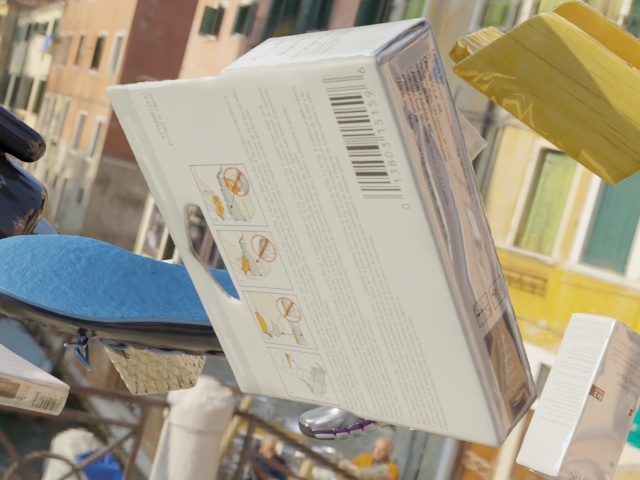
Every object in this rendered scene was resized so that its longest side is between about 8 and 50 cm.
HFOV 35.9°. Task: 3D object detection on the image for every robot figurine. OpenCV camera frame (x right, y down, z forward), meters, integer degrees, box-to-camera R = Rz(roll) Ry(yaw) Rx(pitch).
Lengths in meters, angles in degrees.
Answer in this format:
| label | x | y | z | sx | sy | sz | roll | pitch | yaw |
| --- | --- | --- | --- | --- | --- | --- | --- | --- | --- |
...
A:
| label | x | y | z | sx | sy | sz | roll | pitch | yaw |
| --- | --- | --- | --- | --- | --- | --- | --- | --- | --- |
| robot figurine | -0.412 | -0.040 | 1.070 | 0.278 | 0.209 | 0.173 | 41 | -33 | -23 |

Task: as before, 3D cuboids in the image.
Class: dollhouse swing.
| label | x | y | z | sx | sy | sz | roll | pitch | yaw |
| --- | --- | --- | --- | --- | --- | --- | --- | --- | --- |
| dollhouse swing | 0.385 | -0.266 | 1.179 | 0.315 | 0.305 | 0.347 | 37 | 25 | 7 |

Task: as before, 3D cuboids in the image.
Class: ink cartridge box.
| label | x | y | z | sx | sy | sz | roll | pitch | yaw |
| --- | --- | --- | --- | --- | --- | --- | --- | --- | --- |
| ink cartridge box | 0.000 | 0.000 | 0.665 | 0.238 | 0.275 | 0.060 | 4 | 34 | 42 |
| ink cartridge box | -0.531 | 0.191 | 1.532 | 0.232 | 0.066 | 0.189 | 18 | -7 | 29 |

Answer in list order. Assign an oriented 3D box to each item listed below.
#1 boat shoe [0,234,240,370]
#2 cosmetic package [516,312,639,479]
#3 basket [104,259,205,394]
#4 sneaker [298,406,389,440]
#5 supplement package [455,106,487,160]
| label | x | y | z | sx | sy | sz | roll | pitch | yaw |
| --- | --- | --- | --- | --- | --- | --- | --- | --- | --- |
| boat shoe | -0.165 | 0.069 | 0.844 | 0.258 | 0.089 | 0.109 | 16 | 41 | -15 |
| cosmetic package | 0.373 | 0.229 | 1.373 | 0.117 | 0.231 | 0.085 | 30 | -14 | -33 |
| basket | -0.232 | 0.125 | 1.368 | 0.113 | 0.167 | 0.103 | -9 | 39 | 14 |
| sneaker | 0.075 | 0.202 | 1.337 | 0.223 | 0.098 | 0.083 | -11 | 13 | -3 |
| supplement package | 0.106 | -0.156 | 1.695 | 0.198 | 0.263 | 0.199 | 46 | 8 | 28 |
